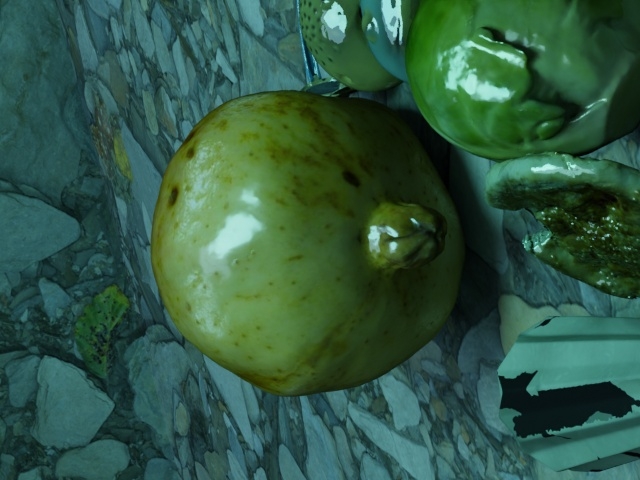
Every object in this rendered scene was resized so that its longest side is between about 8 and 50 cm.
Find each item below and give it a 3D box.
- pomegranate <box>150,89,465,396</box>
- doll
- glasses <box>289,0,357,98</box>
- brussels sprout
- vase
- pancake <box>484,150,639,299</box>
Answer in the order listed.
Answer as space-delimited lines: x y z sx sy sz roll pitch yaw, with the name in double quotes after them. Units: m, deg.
0.000 0.000 1.723 0.410 0.410 0.410 50 149 45 "pomegranate"
0.080 -0.248 1.598 0.260 0.161 0.177 18 124 62 "doll"
0.034 -0.282 1.855 0.189 0.088 0.221 -170 84 -67 "glasses"
0.191 -0.173 1.313 0.244 0.244 0.244 50 149 45 "brussels sprout"
0.305 0.134 1.359 0.360 0.165 0.165 -23 85 65 "vase"
0.262 -0.006 1.305 0.253 0.037 0.253 24 163 8 "pancake"
